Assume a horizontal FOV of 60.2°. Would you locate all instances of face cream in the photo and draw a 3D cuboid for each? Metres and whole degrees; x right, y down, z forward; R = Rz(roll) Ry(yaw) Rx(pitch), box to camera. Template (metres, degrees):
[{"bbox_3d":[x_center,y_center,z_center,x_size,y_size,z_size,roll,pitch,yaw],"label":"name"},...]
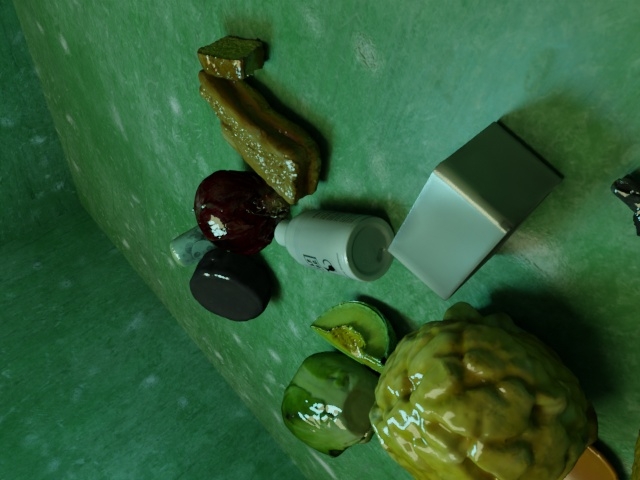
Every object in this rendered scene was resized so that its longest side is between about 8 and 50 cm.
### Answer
[{"bbox_3d":[0.000,0.000,1.303,0.369,0.145,0.145,9,128,53],"label":"face cream"}]

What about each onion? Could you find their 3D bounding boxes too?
[{"bbox_3d":[-0.219,-0.065,1.511,0.281,0.281,0.221,101,171,-54],"label":"onion"}]

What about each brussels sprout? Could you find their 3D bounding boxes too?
[{"bbox_3d":[0.040,0.492,1.648,0.315,0.276,0.371,46,151,8],"label":"brussels sprout"}]

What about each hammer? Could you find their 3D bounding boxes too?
[{"bbox_3d":[-0.406,0.050,1.991,0.113,0.202,0.305,60,175,26],"label":"hammer"}]

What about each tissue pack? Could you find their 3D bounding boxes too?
[{"bbox_3d":[0.237,-0.037,0.883,0.136,0.159,0.246,44,150,15],"label":"tissue pack"}]

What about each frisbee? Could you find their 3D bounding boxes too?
[{"bbox_3d":[0.512,0.444,1.112,0.192,0.035,0.192,37,147,29],"label":"frisbee"}]

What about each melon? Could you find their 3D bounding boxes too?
[{"bbox_3d":[0.127,0.253,1.430,0.265,0.129,0.169,18,158,44],"label":"melon"}]

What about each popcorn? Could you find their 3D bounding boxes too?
[{"bbox_3d":[0.271,0.301,0.986,0.344,0.354,0.390,50,-164,8],"label":"popcorn"}]

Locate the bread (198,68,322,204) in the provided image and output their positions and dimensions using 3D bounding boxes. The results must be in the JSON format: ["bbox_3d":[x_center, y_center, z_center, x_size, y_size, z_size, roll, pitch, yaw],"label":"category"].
[{"bbox_3d":[-0.146,-0.254,1.295,0.380,0.109,0.185,44,155,21],"label":"bread"}]

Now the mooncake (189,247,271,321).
[{"bbox_3d":[-0.298,0.149,1.871,0.283,0.141,0.283,14,139,12],"label":"mooncake"}]

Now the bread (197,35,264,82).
[{"bbox_3d":[-0.192,-0.398,1.207,0.187,0.103,0.065,22,138,43],"label":"bread"}]

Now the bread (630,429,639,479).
[{"bbox_3d":[0.535,0.281,0.546,0.398,0.398,0.215,45,165,17],"label":"bread"}]

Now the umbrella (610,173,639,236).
[{"bbox_3d":[0.460,0.007,0.690,0.236,0.059,0.066,46,134,14],"label":"umbrella"}]
